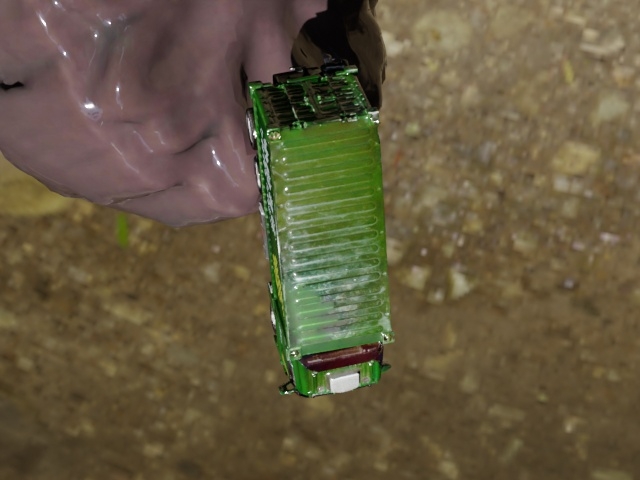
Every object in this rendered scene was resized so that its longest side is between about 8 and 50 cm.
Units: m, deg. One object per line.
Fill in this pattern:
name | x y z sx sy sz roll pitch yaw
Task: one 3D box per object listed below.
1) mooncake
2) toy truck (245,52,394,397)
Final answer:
mooncake | -0.111 -0.193 1.318 0.212 0.381 0.350 -5 124 48
toy truck | 0.000 0.000 1.152 0.088 0.121 0.259 -10 123 -8
